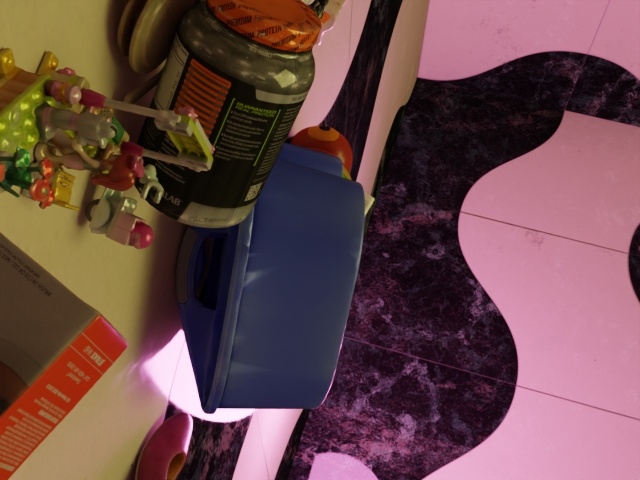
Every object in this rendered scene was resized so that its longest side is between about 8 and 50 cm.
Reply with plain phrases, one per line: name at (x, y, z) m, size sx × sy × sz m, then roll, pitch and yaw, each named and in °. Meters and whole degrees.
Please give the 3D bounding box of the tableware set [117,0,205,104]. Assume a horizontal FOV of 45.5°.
tableware set at (-0.116, -0.206, 0.640) m, size 0.194 × 0.039 × 0.128 m, roll -56°, pitch 175°, yaw -50°

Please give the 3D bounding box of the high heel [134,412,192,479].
high heel at (-0.170, 0.306, 0.885) m, size 0.244 × 0.117 × 0.082 m, roll -62°, pitch 164°, yaw -56°

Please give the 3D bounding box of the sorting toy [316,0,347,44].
sorting toy at (0.009, -0.352, 1.210) m, size 0.075 × 0.044 × 0.083 m, roll 106°, pitch 4°, yaw -48°

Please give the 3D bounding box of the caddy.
caddy at (-0.075, 0.036, 0.875) m, size 0.241 × 0.179 × 0.341 m, roll -116°, pitch -144°, yaw -68°

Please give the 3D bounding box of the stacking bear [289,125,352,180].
stacking bear at (-0.016, -0.073, 1.158) m, size 0.289 × 0.175 × 0.164 m, roll -77°, pitch 174°, yaw -52°

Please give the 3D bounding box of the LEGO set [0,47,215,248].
LEGO set at (-0.148, -0.045, 0.476) m, size 0.287 × 0.107 × 0.132 m, roll -27°, pitch 131°, yaw -79°

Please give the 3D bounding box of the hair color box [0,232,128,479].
hair color box at (-0.181, 0.077, 0.340) m, size 0.167 × 0.093 × 0.053 m, roll -50°, pitch 162°, yaw -17°

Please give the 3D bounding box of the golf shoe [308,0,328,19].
golf shoe at (-0.016, -0.321, 0.974) m, size 0.094 × 0.077 × 0.198 m, roll 70°, pitch 37°, yaw -76°

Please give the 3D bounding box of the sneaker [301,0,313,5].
sneaker at (-0.017, -0.306, 0.841) m, size 0.106 × 0.123 × 0.290 m, roll 93°, pitch 15°, yaw -61°

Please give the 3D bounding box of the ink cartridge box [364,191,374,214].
ink cartridge box at (0.000, 0.000, 1.329) m, size 0.181 × 0.056 × 0.224 m, roll -60°, pitch -172°, yaw -9°

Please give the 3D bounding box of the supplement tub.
supplement tub at (-0.078, -0.114, 0.635) m, size 0.190 × 0.117 × 0.117 m, roll -60°, pitch 180°, yaw 31°
